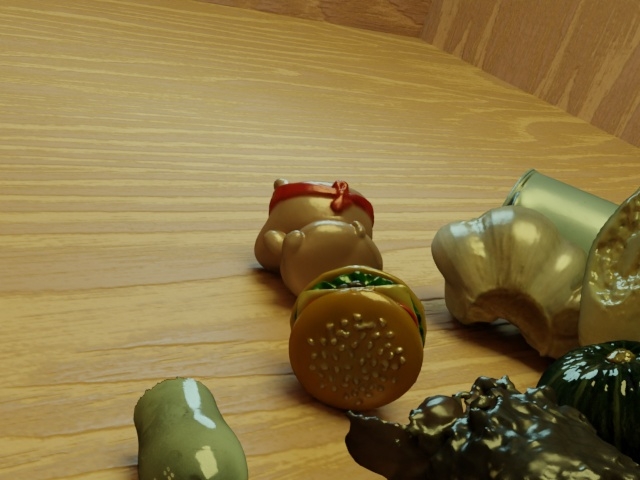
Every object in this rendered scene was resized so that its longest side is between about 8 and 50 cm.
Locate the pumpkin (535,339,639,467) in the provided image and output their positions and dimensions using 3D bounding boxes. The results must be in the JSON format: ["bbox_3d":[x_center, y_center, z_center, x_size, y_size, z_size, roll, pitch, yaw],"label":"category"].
[{"bbox_3d":[0.349,0.198,1.312,0.211,0.152,0.211,-13,9,2],"label":"pumpkin"}]

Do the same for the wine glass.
[{"bbox_3d":[-0.104,0.199,0.949,0.093,0.093,0.202,11,21,-24],"label":"wine glass"}]

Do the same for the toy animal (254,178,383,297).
[{"bbox_3d":[0.000,0.000,1.513,0.171,0.171,0.198,15,28,-16],"label":"toy animal"}]

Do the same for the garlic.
[{"bbox_3d":[0.288,0.050,1.610,0.281,0.185,0.203,21,9,2],"label":"garlic"}]

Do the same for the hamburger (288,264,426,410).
[{"bbox_3d":[0.042,0.108,1.253,0.162,0.162,0.115,19,23,-5],"label":"hamburger"}]

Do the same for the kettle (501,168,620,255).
[{"bbox_3d":[0.436,0.035,1.775,0.318,0.205,0.265,25,22,20],"label":"kettle"}]

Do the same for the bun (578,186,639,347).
[{"bbox_3d":[0.519,0.079,1.468,0.364,0.364,0.202,10,9,-27],"label":"bun"}]

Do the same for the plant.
[{"bbox_3d":[0.169,0.227,1.028,0.204,0.178,0.234,-12,25,-38],"label":"plant"}]
